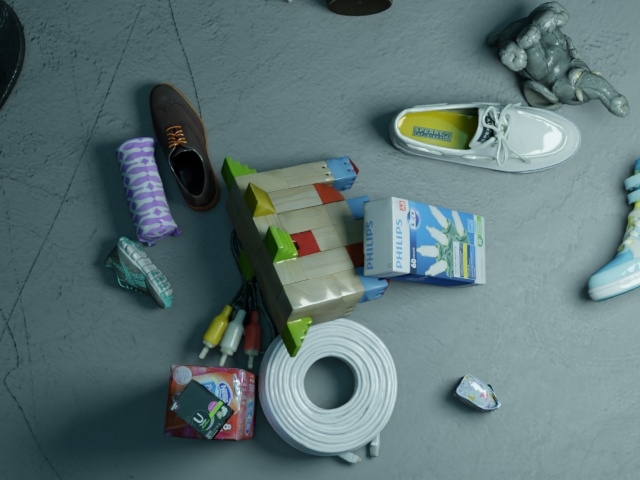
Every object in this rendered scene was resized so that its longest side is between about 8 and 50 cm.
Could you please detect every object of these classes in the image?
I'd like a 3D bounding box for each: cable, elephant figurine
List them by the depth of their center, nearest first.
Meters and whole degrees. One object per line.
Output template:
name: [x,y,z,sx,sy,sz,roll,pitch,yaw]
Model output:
cable: [0.013,0.267,1.761,0.257,0.089,0.257,14,79,-3]
cable: [-0.134,0.104,1.816,0.139,0.072,0.287,12,81,-1]
elephant figurine: [0.452,-0.318,1.827,0.169,0.186,0.239,-36,110,30]

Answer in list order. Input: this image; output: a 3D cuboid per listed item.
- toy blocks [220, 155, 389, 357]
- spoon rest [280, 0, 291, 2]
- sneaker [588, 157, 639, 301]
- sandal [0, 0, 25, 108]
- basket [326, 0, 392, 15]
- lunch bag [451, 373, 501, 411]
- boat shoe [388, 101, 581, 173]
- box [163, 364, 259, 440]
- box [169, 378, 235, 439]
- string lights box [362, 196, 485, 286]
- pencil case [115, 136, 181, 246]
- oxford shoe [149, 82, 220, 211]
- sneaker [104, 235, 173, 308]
toy blocks: [0.000,0.000,1.772,0.261,0.191,0.381,-12,62,-25]
spoon rest: [-0.150,-0.554,1.930,0.276,0.084,0.137,35,82,21]
sneaker: [0.594,-0.033,1.783,0.319,0.127,0.208,-29,83,-12]
sandal: [-0.718,-0.285,1.885,0.167,0.107,0.446,20,82,5]
basket: [0.072,-0.571,1.880,0.204,0.154,0.227,-2,84,3]
lunch bag: [0.292,0.286,1.769,0.083,0.071,0.053,32,80,9]
boat shoe: [0.312,-0.206,1.795,0.367,0.156,0.136,8,91,4]
box: [-0.187,0.289,1.694,0.128,0.257,0.122,3,80,3]
box: [-0.190,0.273,1.539,0.083,0.052,0.062,37,81,9]
string lights box: [0.191,0.008,1.734,0.077,0.260,0.133,-10,76,45]
pencil case: [-0.333,-0.098,1.852,0.088,0.086,0.206,-11,81,-32]
oxford shoe: [-0.266,-0.193,1.855,0.097,0.098,0.271,-24,81,-2]
sneaker: [-0.351,0.074,1.844,0.076,0.065,0.166,-42,78,12]
